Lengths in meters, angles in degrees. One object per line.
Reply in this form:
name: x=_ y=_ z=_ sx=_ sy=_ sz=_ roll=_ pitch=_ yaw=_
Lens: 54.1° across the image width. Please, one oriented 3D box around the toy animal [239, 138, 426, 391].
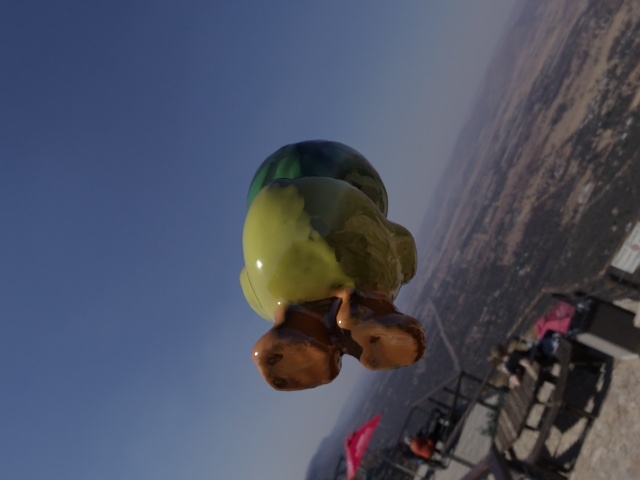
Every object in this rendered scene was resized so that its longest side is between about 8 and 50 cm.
toy animal: x=-0.001 y=-0.003 z=0.758 sx=0.338 sy=0.216 sz=0.191 roll=-96 pitch=-14 yaw=-48
